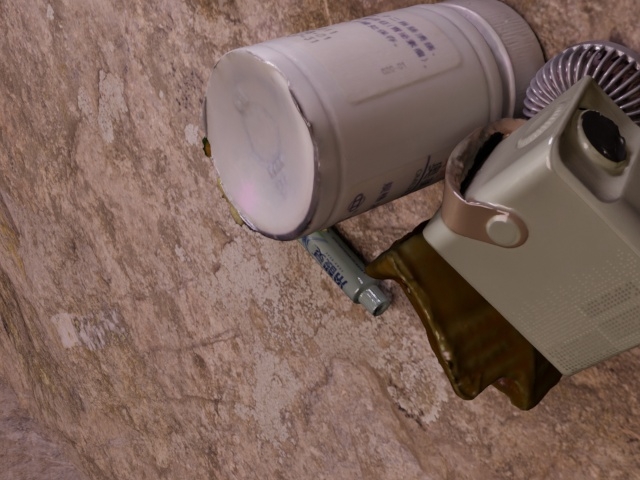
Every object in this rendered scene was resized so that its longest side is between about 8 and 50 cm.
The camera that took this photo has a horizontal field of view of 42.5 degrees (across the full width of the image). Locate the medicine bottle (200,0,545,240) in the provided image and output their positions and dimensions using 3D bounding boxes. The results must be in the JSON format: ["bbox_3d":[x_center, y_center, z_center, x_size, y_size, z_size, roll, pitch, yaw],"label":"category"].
[{"bbox_3d":[0.065,-0.138,0.859,0.190,0.332,0.189,32,133,42],"label":"medicine bottle"}]

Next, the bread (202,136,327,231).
[{"bbox_3d":[-0.042,-0.108,1.155,0.252,0.133,0.174,0,113,57],"label":"bread"}]

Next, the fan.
[{"bbox_3d":[0.272,-0.080,0.850,0.130,0.074,0.244,18,126,32],"label":"fan"}]

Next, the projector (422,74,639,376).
[{"bbox_3d":[0.228,-0.017,0.759,0.242,0.163,0.177,44,136,-4],"label":"projector"}]

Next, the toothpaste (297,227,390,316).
[{"bbox_3d":[0.000,0.000,1.230,0.297,0.048,0.074,48,138,29],"label":"toothpaste"}]

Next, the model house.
[{"bbox_3d":[0.172,0.083,0.919,0.173,0.268,0.239,-31,88,41],"label":"model house"}]
